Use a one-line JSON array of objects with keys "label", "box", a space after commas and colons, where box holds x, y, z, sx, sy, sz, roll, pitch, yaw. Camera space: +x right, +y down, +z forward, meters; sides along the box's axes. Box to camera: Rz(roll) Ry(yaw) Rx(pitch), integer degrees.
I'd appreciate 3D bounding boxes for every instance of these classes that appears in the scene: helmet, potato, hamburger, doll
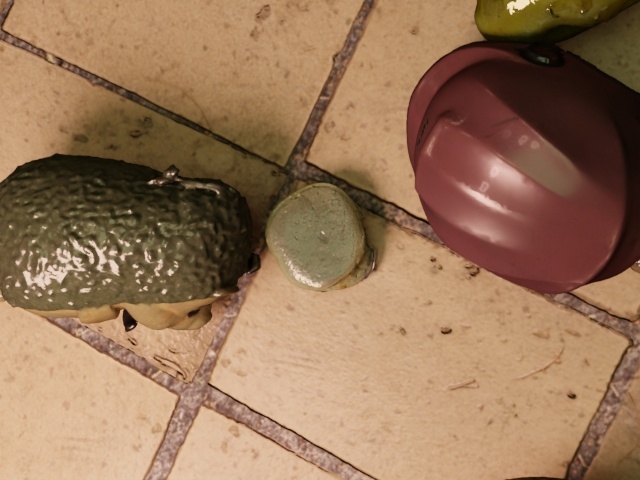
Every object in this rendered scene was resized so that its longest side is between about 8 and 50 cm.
[{"label": "helmet", "box": [0.230, -0.071, 1.220, 0.338, 0.197, 0.271, 27, 122, 9]}, {"label": "potato", "box": [0.294, -0.319, 1.258, 0.253, 0.186, 0.149, -31, 95, 9]}, {"label": "hamburger", "box": [0.000, 0.000, 1.391, 0.133, 0.062, 0.140, -28, 78, 9]}, {"label": "doll", "box": [-0.257, 0.007, 1.391, 0.349, 0.247, 0.247, -2, 87, 10]}]

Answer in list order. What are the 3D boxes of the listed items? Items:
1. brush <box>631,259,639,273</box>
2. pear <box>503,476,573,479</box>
[{"label": "brush", "box": [0.514, 0.024, 1.252, 0.299, 0.042, 0.039, 0, 55, 15]}, {"label": "pear", "box": [0.259, 0.402, 1.187, 0.283, 0.283, 0.284, -1, 87, 16]}]
